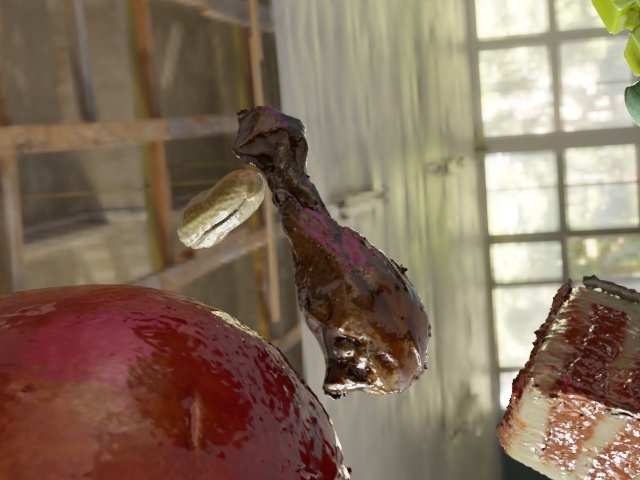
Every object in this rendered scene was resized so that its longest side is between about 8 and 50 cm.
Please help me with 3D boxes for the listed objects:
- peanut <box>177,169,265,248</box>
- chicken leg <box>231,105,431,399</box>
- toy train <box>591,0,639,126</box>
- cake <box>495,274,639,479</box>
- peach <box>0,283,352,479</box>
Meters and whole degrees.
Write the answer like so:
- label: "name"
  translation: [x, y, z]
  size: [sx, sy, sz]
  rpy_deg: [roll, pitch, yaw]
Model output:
- label: "peanut"
  translation: [-0.144, -0.049, 1.776]
  size: [0.080, 0.174, 0.080]
  rpy_deg: [29, -136, -32]
- label: "chicken leg"
  translation: [0.000, 0.000, 1.068]
  size: [0.113, 0.093, 0.304]
  rpy_deg: [-6, -122, -43]
- label: "toy train"
  translation: [0.535, -0.315, 1.456]
  size: [0.272, 0.442, 0.179]
  rpy_deg: [62, -173, 9]
- label: "cake"
  translation: [0.204, 0.142, 0.873]
  size: [0.262, 0.158, 0.159]
  rpy_deg: [-30, -40, -68]
- label: "peach"
  translation: [-0.153, 0.202, 0.740]
  size: [0.370, 0.370, 0.370]
  rpy_deg: [-3, -90, -78]
